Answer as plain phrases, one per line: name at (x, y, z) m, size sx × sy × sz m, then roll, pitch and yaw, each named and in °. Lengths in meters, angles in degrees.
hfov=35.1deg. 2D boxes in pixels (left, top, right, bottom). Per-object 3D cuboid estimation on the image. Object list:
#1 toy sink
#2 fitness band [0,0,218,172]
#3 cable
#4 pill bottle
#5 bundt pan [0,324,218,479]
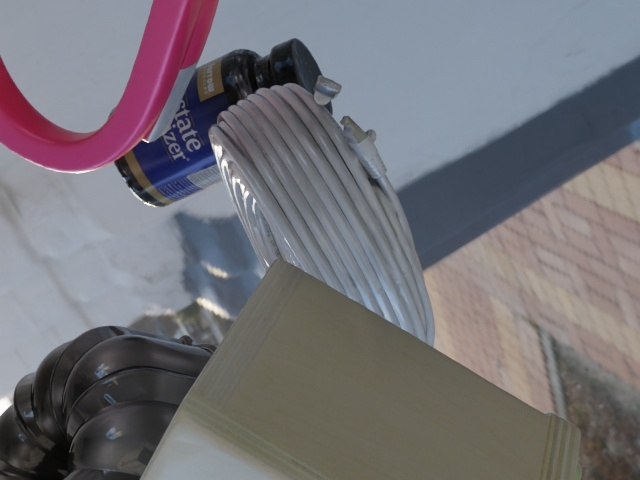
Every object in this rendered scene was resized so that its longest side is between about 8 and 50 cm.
toy sink at (0.032, 0.145, 0.476) m, size 0.234 × 0.131 × 0.153 m, roll 30°, pitch 125°, yaw 1°
fitness band at (-0.180, -0.178, 0.712) m, size 0.209 × 0.054 × 0.291 m, roll 34°, pitch 128°, yaw 6°
cable at (0.000, 0.000, 0.806) m, size 0.257 × 0.089 × 0.257 m, roll 65°, pitch 170°, yaw -13°
pill bottle at (-0.104, -0.127, 1.069) m, size 0.123 × 0.219 × 0.123 m, roll 55°, pitch -157°, yaw -36°
bundt pan at (-0.208, 0.220, 0.881) m, size 0.124 × 0.331 × 0.331 m, roll 29°, pitch -172°, yaw -33°
